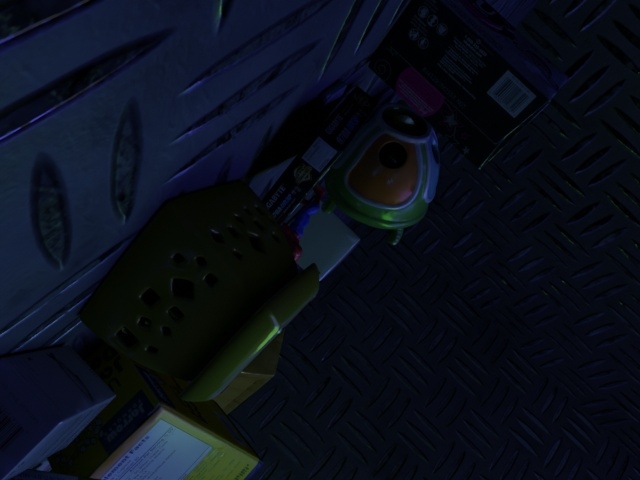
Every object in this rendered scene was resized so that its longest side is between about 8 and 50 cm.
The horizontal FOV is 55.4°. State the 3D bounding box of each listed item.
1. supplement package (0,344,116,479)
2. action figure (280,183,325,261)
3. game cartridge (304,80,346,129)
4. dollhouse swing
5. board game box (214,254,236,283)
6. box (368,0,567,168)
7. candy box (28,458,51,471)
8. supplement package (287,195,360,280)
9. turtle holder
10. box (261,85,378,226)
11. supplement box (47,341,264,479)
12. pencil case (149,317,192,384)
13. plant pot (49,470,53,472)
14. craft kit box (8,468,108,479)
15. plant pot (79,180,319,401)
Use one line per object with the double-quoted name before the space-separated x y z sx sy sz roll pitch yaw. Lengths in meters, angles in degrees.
"supplement package" -0.356 0.208 0.763 0.105 0.105 0.179 -45 176 -3
"action figure" -0.087 -0.036 1.314 0.091 0.139 0.280 -53 -166 41
"game cartridge" 0.008 -0.209 0.939 0.056 0.017 0.083 -38 173 -37
"dollhouse swing" -0.328 0.320 1.698 0.347 0.305 0.315 -45 -157 38
"board game box" -0.152 0.039 1.005 0.186 0.126 0.026 -46 154 11
"box" 0.234 -0.269 0.964 0.163 0.247 0.142 -49 177 41
"candy box" -0.554 0.419 1.096 0.165 0.070 0.196 -46 175 12
"supplement package" 0.000 0.000 1.796 0.175 0.177 0.293 -45 177 2
"turtle holder" 0.157 -0.169 1.304 0.320 0.243 0.227 -29 148 -44
"box" -0.002 -0.138 0.972 0.175 0.051 0.220 -46 -173 36
"supplement box" -0.295 0.359 1.088 0.194 0.195 0.356 -45 140 -9
"pencil case" -0.344 0.309 1.340 0.160 0.183 0.410 5 138 -45
"plant pot" -0.628 0.634 1.419 0.293 0.275 0.275 -60 180 -17
"craft kit box" -0.453 0.395 0.843 0.250 0.247 0.061 -48 -142 29
"plant pot" -0.145 0.074 0.851 0.227 0.207 0.228 -48 176 22
